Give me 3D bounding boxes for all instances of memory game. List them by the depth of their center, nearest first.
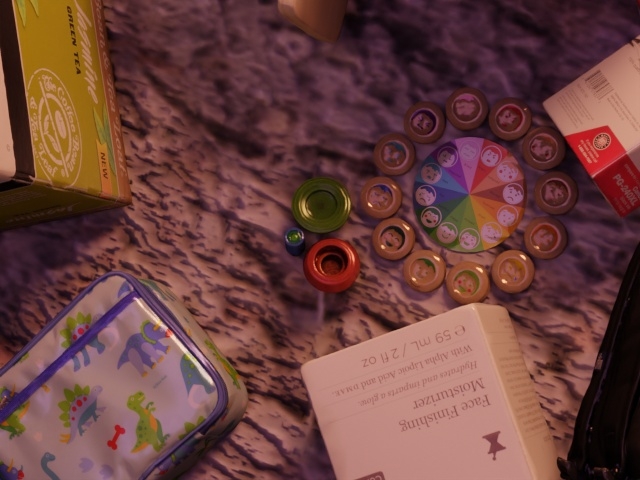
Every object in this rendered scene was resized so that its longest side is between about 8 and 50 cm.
[{"bbox_3d":[0.125,-0.038,1.420,0.186,0.012,0.186,-1,85,15],"label":"memory game"}]

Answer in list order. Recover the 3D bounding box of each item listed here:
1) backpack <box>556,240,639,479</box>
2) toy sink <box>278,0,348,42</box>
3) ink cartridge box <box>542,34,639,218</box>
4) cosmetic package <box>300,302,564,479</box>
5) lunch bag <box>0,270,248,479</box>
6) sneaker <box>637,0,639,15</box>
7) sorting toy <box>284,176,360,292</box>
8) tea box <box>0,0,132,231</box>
[{"bbox_3d":[0.304,0.077,1.259,0.191,0.225,0.253,13,84,-6],"label":"backpack"},{"bbox_3d":[-0.037,-0.300,1.412,0.131,0.153,0.234,13,90,15],"label":"toy sink"},{"bbox_3d":[0.268,-0.106,1.336,0.150,0.063,0.109,-35,39,10],"label":"ink cartridge box"},{"bbox_3d":[0.097,0.160,1.341,0.151,0.151,0.184,-21,81,13],"label":"cosmetic package"},{"bbox_3d":[-0.190,0.144,1.453,0.219,0.090,0.176,-41,74,8],"label":"lunch bag"},{"bbox_3d":[0.275,-0.236,1.367,0.042,0.067,0.118,1,86,14],"label":"sneaker"},{"bbox_3d":[0.000,0.000,1.441,0.061,0.042,0.102,-8,72,-1],"label":"sorting toy"},{"bbox_3d":[-0.334,-0.180,1.391,0.220,0.323,0.329,-11,84,15],"label":"tea box"}]
